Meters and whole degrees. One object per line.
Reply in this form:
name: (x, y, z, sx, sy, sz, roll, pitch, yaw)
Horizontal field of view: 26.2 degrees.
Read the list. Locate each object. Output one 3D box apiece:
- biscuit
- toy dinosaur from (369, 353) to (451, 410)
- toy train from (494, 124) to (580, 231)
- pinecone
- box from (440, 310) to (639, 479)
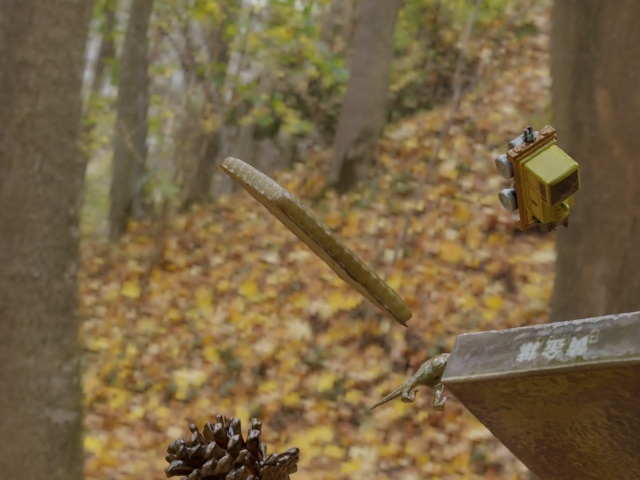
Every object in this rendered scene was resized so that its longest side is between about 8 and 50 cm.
biscuit: (0.000, 0.000, 1.609, 0.254, 0.029, 0.172, 44, -5, -33)
toy dinosaur: (0.154, 0.195, 2.023, 0.162, 0.126, 0.039, -9, -51, 45)
toy train: (0.346, -0.087, 2.155, 0.089, 0.219, 0.127, -32, 50, -15)
pinecone: (-0.131, 0.340, 1.999, 0.195, 0.179, 0.150, 24, 6, -14)
box: (0.247, 0.164, 0.945, 0.180, 0.047, 0.325, -13, -48, 44)
